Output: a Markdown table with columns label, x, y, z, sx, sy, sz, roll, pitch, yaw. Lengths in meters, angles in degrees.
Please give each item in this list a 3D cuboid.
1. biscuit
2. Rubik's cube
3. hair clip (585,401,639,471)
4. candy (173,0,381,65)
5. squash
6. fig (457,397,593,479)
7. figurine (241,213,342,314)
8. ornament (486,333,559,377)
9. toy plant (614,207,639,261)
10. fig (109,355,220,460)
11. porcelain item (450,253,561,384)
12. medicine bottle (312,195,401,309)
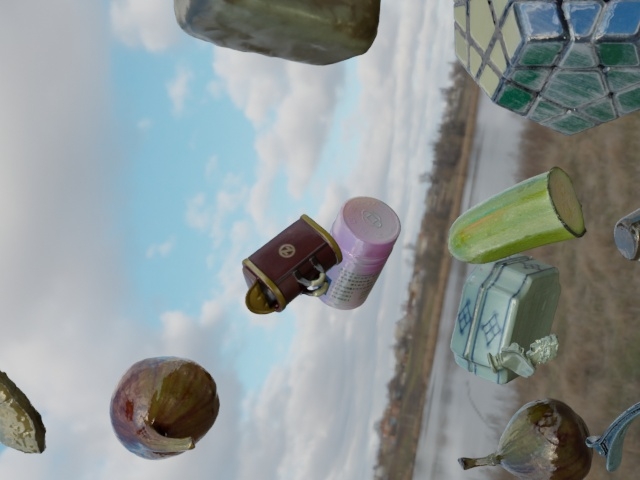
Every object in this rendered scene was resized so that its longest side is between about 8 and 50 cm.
| label | x | y | z | sx | sy | sz | roll | pitch | yaw |
| --- | --- | --- | --- | --- | --- | --- | --- | --- | --- |
| biscuit | -0.506 | 0.199 | 1.026 | 0.141 | 0.289 | 0.038 | -61 | 5 | 30 |
| Rubik's cube | 0.318 | -0.293 | 0.917 | 0.264 | 0.318 | 0.319 | 2 | -83 | -74 |
| hair clip | 0.610 | 0.363 | 1.462 | 0.083 | 0.048 | 0.275 | 58 | 153 | 33 |
| candy | -0.045 | -0.274 | 0.859 | 0.104 | 0.233 | 0.102 | -29 | 56 | 58 |
| squash | 0.244 | -0.023 | 0.980 | 0.095 | 0.188 | 0.095 | 23 | -123 | -40 |
| fig | 0.487 | 0.501 | 1.796 | 0.217 | 0.320 | 0.217 | 43 | -142 | -46 |
| figurine | -0.037 | 0.049 | 1.001 | 0.154 | 0.098 | 0.082 | -40 | -38 | -24 |
| ornament | 0.275 | 0.159 | 1.004 | 0.068 | 0.092 | 0.041 | 89 | 180 | -46 |
| toy plant | 0.561 | -0.026 | 1.147 | 0.143 | 0.200 | 0.105 | 78 | 175 | -51 |
| fig | -0.256 | 0.278 | 1.164 | 0.207 | 0.175 | 0.175 | -77 | -7 | -70 |
| porcelain item | 0.445 | 0.180 | 1.783 | 0.281 | 0.157 | 0.286 | -8 | -67 | -50 |
| medicine bottle | 0.080 | 0.032 | 1.732 | 0.254 | 0.152 | 0.152 | 112 | 178 | -46 |
